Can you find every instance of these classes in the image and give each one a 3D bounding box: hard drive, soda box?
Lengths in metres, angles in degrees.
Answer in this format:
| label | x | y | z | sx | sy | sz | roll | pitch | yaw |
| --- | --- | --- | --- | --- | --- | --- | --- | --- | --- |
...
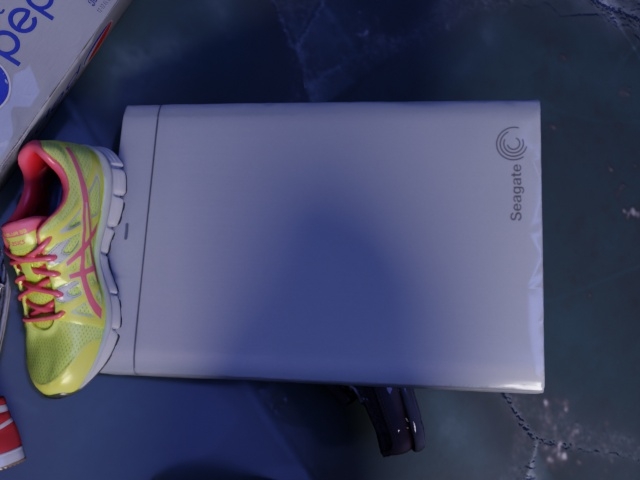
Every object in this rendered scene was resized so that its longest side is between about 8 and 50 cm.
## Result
| label | x | y | z | sx | sy | sz | roll | pitch | yaw |
| --- | --- | --- | --- | --- | --- | --- | --- | --- | --- |
| hard drive | 0.000 | 0.000 | 0.641 | 0.353 | 0.047 | 0.233 | 1 | 77 | 9 |
| soda box | -0.251 | -0.152 | 0.639 | 0.098 | 0.091 | 0.286 | 32 | 70 | -15 |

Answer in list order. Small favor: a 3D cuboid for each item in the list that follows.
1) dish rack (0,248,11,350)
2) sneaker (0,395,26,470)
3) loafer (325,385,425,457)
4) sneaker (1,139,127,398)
| label | x | y | z | sx | sy | sz | roll | pitch | yaw |
| --- | --- | --- | --- | --- | --- | --- | --- | --- | --- |
| dish rack | -0.367 | 0.062 | 0.546 | 0.271 | 0.074 | 0.208 | 13 | 76 | -13 |
| sneaker | -0.291 | 0.154 | 0.587 | 0.118 | 0.042 | 0.067 | -14 | 88 | -31 |
| loafer | 0.002 | 0.056 | 0.706 | 0.095 | 0.109 | 0.303 | -19 | 80 | -6 |
| sneaker | -0.212 | 0.017 | 0.606 | 0.094 | 0.081 | 0.209 | 25 | 60 | -62 |
